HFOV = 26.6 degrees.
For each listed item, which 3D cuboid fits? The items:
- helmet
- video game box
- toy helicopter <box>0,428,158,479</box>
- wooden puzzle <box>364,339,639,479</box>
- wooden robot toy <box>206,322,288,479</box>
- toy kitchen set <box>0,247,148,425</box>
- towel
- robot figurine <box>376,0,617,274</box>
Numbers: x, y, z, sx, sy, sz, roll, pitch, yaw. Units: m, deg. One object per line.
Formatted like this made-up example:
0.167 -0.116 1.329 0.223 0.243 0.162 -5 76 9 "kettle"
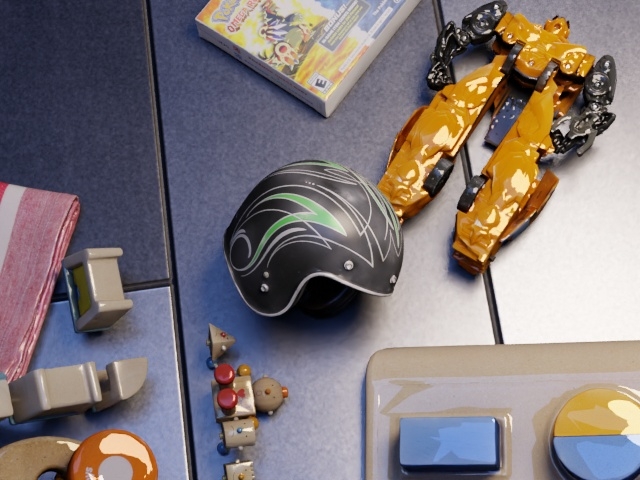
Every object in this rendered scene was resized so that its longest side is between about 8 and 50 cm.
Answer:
0.000 0.000 1.365 0.161 0.169 0.169 -33 69 22 "helmet"
-0.008 -0.270 1.539 0.187 0.048 0.205 33 74 16 "video game box"
-0.243 0.360 1.251 0.235 0.140 0.355 -13 78 -23 "toy helicopter"
0.196 0.256 1.288 0.322 0.080 0.348 -3 68 13 "wooden puzzle"
-0.069 0.164 1.371 0.079 0.076 0.173 -6 69 -11 "wooden robot toy"
-0.301 0.101 1.362 0.207 0.122 0.166 -4 75 -39 "toy kitchen set"
-0.447 0.028 1.456 0.329 0.037 0.237 11 70 7 "towel"
0.186 -0.120 1.452 0.211 0.085 0.291 31 75 13 "robot figurine"
